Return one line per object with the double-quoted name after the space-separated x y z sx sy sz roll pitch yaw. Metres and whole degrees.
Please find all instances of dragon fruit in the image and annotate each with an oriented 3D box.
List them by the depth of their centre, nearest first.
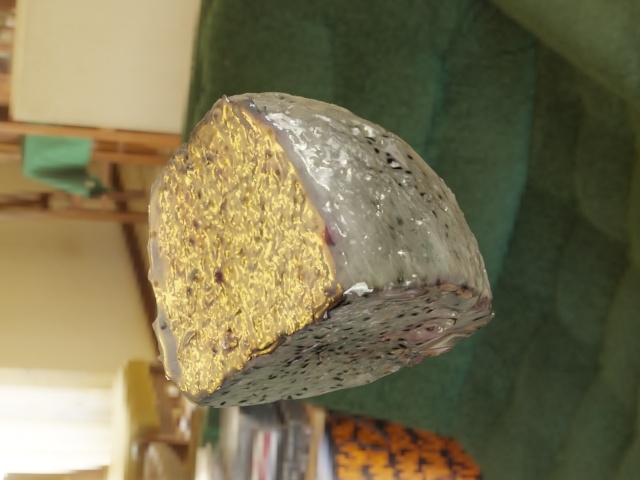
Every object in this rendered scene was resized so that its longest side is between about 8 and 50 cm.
0.000 0.000 1.146 0.283 0.204 0.221 -39 64 46 "dragon fruit"
